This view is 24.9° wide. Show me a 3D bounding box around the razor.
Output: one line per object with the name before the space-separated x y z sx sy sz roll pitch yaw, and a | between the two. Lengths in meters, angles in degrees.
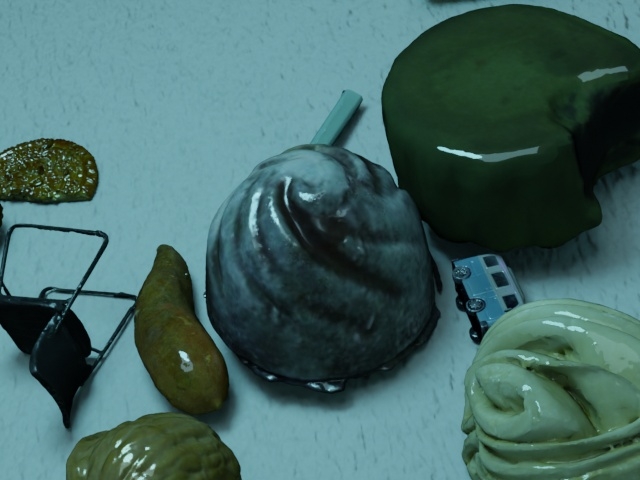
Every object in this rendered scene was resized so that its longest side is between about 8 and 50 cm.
razor | -0.017 -0.114 1.978 0.056 0.111 0.278 36 53 8

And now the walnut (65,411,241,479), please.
walnut | -0.185 0.278 1.550 0.213 0.213 0.213 -8 46 9

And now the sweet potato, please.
sweet potato | -0.185 0.106 1.802 0.097 0.097 0.292 -22 44 -4

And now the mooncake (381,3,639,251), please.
mooncake | 0.242 -0.142 1.837 0.351 0.187 0.351 -8 44 8

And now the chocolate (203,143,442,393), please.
chocolate | 0.000 0.000 1.740 0.303 0.213 0.303 -3 44 3

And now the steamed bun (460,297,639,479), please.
steamed bun | 0.272 0.180 1.520 0.276 0.203 0.289 8 50 23

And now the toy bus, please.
toy bus | 0.206 0.074 1.740 0.075 0.060 0.123 -16 43 -3

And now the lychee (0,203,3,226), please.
lychee | -0.495 -0.032 2.002 0.114 0.114 0.146 -3 72 13

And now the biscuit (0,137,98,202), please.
biscuit | -0.411 -0.105 2.109 0.206 0.025 0.126 2 48 17

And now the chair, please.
chair | -0.343 0.109 1.815 0.145 0.140 0.221 3 52 19
